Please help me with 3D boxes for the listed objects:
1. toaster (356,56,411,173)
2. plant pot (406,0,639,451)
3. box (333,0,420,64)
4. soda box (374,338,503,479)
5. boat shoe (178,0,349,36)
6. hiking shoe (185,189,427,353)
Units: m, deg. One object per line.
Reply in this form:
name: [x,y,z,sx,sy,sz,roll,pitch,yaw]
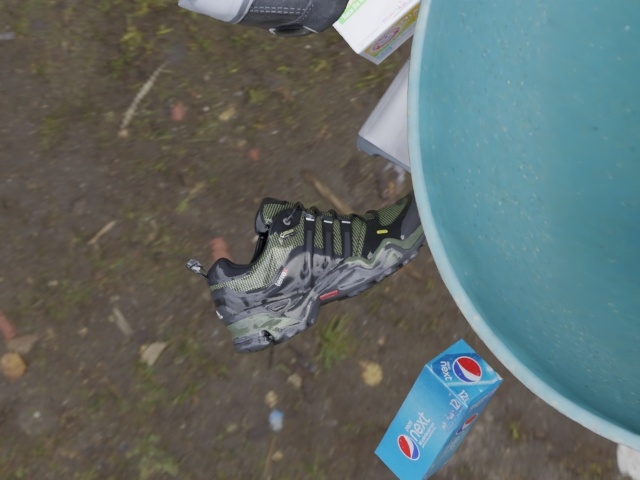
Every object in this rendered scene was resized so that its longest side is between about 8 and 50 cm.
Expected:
toaster: [0.162,-0.127,1.562,0.227,0.129,0.146,36,103,37]
plant pot: [0.200,-0.053,0.415,0.290,0.195,0.290,-22,58,41]
box: [0.096,-0.303,1.454,0.203,0.114,0.103,-40,82,12]
soda box: [0.138,0.210,1.551,0.071,0.067,0.210,45,143,19]
boat shoe: [-0.024,-0.144,0.667,0.076,0.228,0.080,19,99,-12]
hiking shoe: [0.000,0.000,1.125,0.227,0.086,0.114,-33,92,-21]
